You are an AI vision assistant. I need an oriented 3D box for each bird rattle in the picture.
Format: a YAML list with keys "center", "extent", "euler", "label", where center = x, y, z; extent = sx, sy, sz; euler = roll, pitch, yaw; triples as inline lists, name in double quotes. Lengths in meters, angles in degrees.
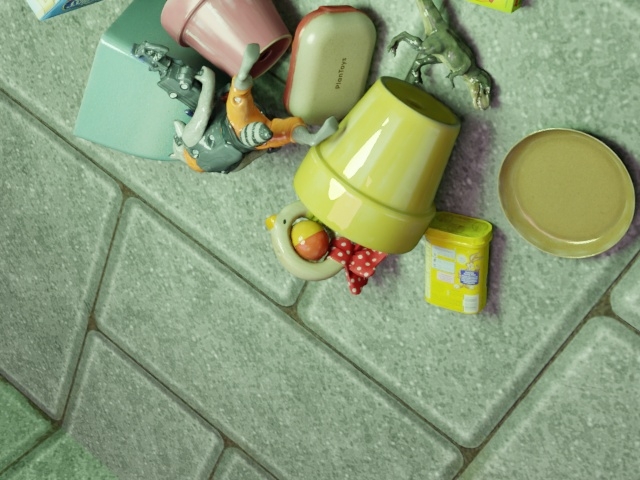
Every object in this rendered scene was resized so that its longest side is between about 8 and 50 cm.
- center: [0.000, 0.000, 1.793]
  extent: [0.143, 0.206, 0.254]
  euler: [-19, 94, 59]
  label: "bird rattle"

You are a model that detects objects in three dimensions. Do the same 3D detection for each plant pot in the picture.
- center: [-0.157, -0.392, 1.665]
  extent: [0.180, 0.201, 0.201]
  euler: [49, 132, 4]
  label: "plant pot"
- center: [0.115, -0.144, 1.605]
  extent: [0.254, 0.254, 0.239]
  euler: [36, 114, 13]
  label: "plant pot"
- center: [0.415, -0.082, 1.552]
  extent: [0.236, 0.032, 0.236]
  euler: [17, 123, 28]
  label: "plant pot"
- center: [-0.296, -0.300, 1.799]
  extent: [0.252, 0.247, 0.248]
  euler: [26, 131, -4]
  label: "plant pot"

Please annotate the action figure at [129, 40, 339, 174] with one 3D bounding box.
- center: [-0.180, -0.215, 1.594]
  extent: [0.341, 0.179, 0.330]
  euler: [29, 151, -27]
  label: "action figure"

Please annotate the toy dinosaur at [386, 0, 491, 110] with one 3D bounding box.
- center: [0.186, -0.324, 1.541]
  extent: [0.118, 0.064, 0.268]
  euler: [-24, 114, 31]
  label: "toy dinosaur"

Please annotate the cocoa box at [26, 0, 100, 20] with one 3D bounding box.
- center: [-0.441, -0.596, 1.562]
  extent: [0.228, 0.231, 0.347]
  euler: [-26, 99, 38]
  label: "cocoa box"

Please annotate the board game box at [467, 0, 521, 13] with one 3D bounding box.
- center: [0.238, -0.434, 1.468]
  extent: [0.181, 0.043, 0.092]
  euler: [23, 126, 23]
  label: "board game box"

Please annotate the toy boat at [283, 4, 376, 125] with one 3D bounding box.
- center: [-0.002, -0.327, 1.659]
  extent: [0.151, 0.151, 0.231]
  euler: [53, 141, 42]
  label: "toy boat"

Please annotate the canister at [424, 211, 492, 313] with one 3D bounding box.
- center: [0.253, 0.043, 1.712]
  extent: [0.126, 0.073, 0.170]
  euler: [15, 124, 28]
  label: "canister"
